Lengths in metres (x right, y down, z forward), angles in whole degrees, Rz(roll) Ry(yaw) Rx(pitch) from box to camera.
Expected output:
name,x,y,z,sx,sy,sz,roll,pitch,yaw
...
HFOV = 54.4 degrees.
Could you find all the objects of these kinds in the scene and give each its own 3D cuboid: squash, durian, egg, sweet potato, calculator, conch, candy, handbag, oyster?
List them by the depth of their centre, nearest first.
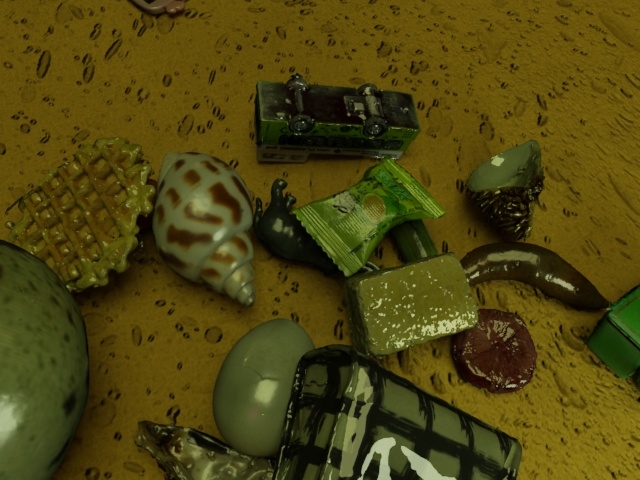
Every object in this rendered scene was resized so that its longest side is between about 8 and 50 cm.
name,x,y,z,sx,sy,sz,roll,pitch,yaw
egg,-0.470,0.199,0.763,0.344,0.345,0.428,7,71,-3
handbag,0.084,0.346,0.796,0.325,0.162,0.327,31,64,-24
oyster,-0.115,0.347,0.883,0.345,0.079,0.129,23,41,8
egg,-0.075,0.209,0.909,0.151,0.151,0.209,15,55,2
conch,-0.178,-0.021,1.009,0.182,0.148,0.275,-21,97,-32
candy,0.088,-0.049,1.030,0.246,0.069,0.149,-34,75,-27
sweet potato,0.333,0.055,1.079,0.346,0.079,0.108,3,74,-1
squash,0.143,-0.041,1.117,0.066,0.066,0.229,-19,66,-15
durian,0.342,-0.099,1.122,0.144,0.139,0.252,33,31,5
calculator,-0.360,-0.534,1.344,0.166,0.024,0.103,38,64,16

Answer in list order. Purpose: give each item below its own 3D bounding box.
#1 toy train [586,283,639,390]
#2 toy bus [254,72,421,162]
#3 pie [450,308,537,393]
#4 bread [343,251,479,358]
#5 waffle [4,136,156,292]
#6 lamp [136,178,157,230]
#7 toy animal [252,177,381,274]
name,x,y,z,sx,sy,sz,roll,pitch,yaw
toy train,0.583,0.154,1.029,0.243,0.132,0.188,-29,61,-19
toy bus,0.024,-0.216,1.158,0.301,0.139,0.113,1,62,-15
pie,0.288,0.179,1.029,0.153,0.038,0.154,3,60,-5
bread,0.140,0.101,0.996,0.196,0.102,0.138,-15,96,-14
waffle,-0.384,-0.042,1.001,0.280,0.060,0.262,3,72,25
lamp,-0.311,-0.061,1.058,0.107,0.092,0.107,-15,34,10
toy animal,0.006,-0.007,1.074,0.269,0.082,0.137,26,65,0
